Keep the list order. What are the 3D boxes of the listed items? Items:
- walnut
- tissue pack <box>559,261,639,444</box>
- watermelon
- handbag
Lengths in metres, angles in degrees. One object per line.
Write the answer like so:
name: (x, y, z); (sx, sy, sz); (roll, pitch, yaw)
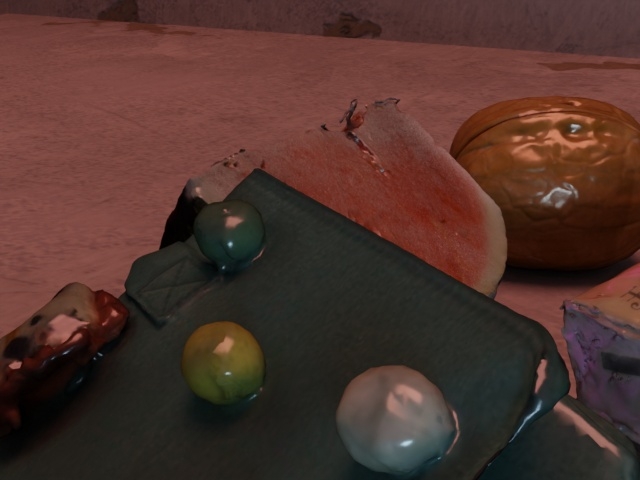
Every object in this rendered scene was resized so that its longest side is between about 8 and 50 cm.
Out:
walnut: (0.212, -0.052, 1.045); (0.197, 0.165, 0.165); (2, 17, 13)
tissue pack: (0.306, 0.069, 0.718); (0.257, 0.123, 0.215); (-22, 29, -36)
watermelon: (0.000, 0.000, 0.822); (0.224, 0.180, 0.305); (-3, 12, 28)
handbag: (-0.061, 0.099, 0.416); (0.269, 0.100, 0.274); (-44, 33, -7)
